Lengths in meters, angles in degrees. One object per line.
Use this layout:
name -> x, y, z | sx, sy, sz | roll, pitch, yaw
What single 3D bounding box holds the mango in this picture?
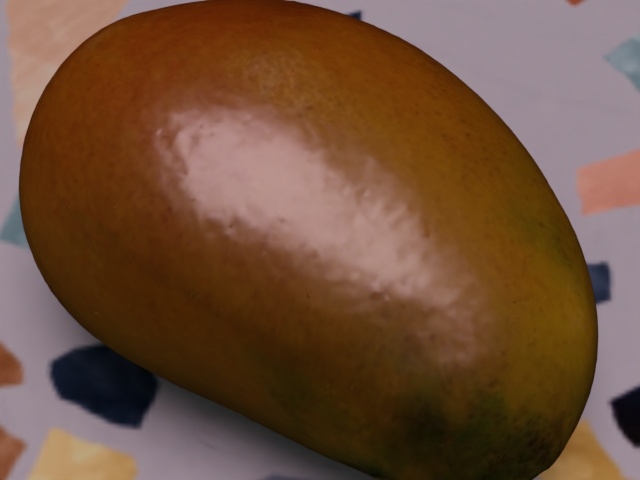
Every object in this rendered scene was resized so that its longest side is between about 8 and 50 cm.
mango -> 0.001, -0.007, 0.604 | 0.255, 0.139, 0.175 | 27, 72, 7
